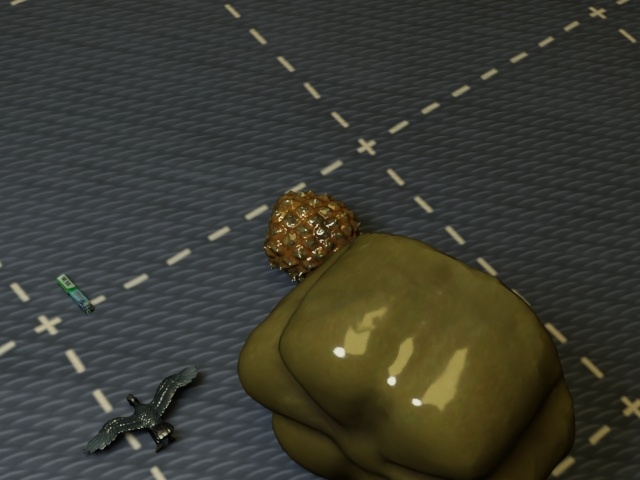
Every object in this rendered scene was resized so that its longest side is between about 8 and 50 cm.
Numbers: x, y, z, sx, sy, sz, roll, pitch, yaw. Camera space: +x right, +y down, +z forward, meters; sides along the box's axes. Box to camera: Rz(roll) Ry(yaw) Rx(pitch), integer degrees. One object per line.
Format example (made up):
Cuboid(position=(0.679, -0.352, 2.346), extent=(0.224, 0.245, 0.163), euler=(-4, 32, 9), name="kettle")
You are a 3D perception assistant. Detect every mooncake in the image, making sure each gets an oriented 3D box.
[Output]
Cuboid(position=(0.120, 0.219, 1.403), extent=(0.467, 0.467, 0.262), euler=(32, 59, 15), name="mooncake")

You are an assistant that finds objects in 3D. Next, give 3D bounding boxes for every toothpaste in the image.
Cuboid(position=(-0.418, 0.092, 1.676), extent=(0.017, 0.020, 0.083), euler=(-39, 68, -24), name="toothpaste")

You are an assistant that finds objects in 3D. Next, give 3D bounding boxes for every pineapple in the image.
Cuboid(position=(0.000, 0.000, 1.716), extent=(0.193, 0.166, 0.166), euler=(14, 55, 4), name="pineapple")

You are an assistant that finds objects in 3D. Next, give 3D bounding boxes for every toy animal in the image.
Cuboid(position=(-0.269, 0.277, 1.540), extent=(0.220, 0.062, 0.108), euler=(-34, 66, -20), name="toy animal")
